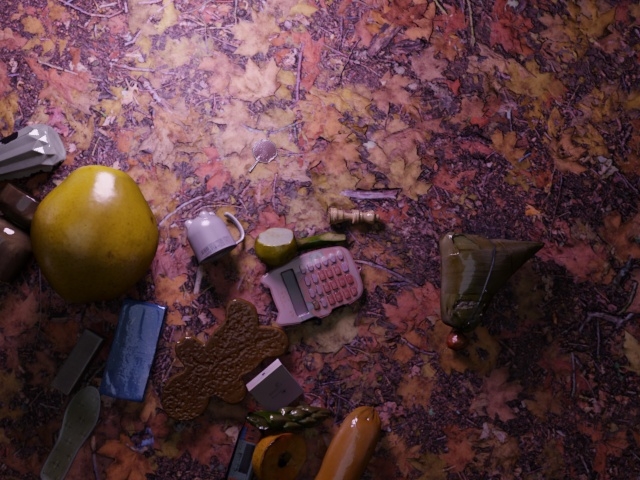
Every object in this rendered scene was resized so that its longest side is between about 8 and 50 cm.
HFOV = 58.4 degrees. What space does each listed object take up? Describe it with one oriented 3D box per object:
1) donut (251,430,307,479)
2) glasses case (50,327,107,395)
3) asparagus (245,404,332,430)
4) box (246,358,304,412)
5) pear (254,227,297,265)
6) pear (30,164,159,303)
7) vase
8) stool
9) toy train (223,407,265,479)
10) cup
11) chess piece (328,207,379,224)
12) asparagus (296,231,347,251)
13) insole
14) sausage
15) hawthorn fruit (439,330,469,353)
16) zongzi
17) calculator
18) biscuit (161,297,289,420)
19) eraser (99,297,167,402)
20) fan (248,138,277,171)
[{"bbox_3d":[-0.132,0.667,1.763,0.190,0.075,0.174,-20,107,-42],"label":"donut"},{"bbox_3d":[-0.761,0.383,1.812,0.071,0.047,0.204,29,82,5],"label":"glasses case"},{"bbox_3d":[-0.089,0.556,1.787,0.288,0.080,0.080,2,82,-30],"label":"asparagus"},{"bbox_3d":[-0.143,0.466,1.813,0.129,0.051,0.130,-39,112,-7],"label":"box"},{"bbox_3d":[-0.144,0.029,1.862,0.141,0.141,0.103,0,123,-4],"label":"pear"},{"bbox_3d":[-0.669,-0.019,1.714,0.363,0.362,0.417,10,88,-2],"label":"pear"},{"bbox_3d":[-1.012,-0.251,1.831,0.361,0.165,0.165,-20,84,-1],"label":"vase"},{"bbox_3d":[-0.965,-0.022,1.784,0.179,0.179,0.264,31,82,1],"label":"stool"},{"bbox_3d":[-0.250,0.733,1.779,0.089,0.086,0.408,18,82,-2],"label":"toy train"},{"bbox_3d":[-0.342,-0.024,1.846,0.174,0.134,0.141,-28,83,-5],"label":"cup"},{"bbox_3d":[0.113,-0.080,1.921,0.172,0.060,0.060,1,83,-6],"label":"chess piece"},{"bbox_3d":[0.000,0.000,1.910,0.179,0.041,0.045,-12,92,-6],"label":"asparagus"},{"bbox_3d":[-0.783,0.612,1.802,0.109,0.007,0.322,25,81,0],"label":"insole"},{"bbox_3d":[0.084,0.682,1.796,0.134,0.116,0.353,25,78,10],"label":"sausage"},{"bbox_3d":[0.437,0.343,1.885,0.103,0.067,0.066,-41,87,5],"label":"hawthorn fruit"},{"bbox_3d":[0.568,0.139,1.878,0.361,0.160,0.322,2,88,-10],"label":"zongzi"},{"bbox_3d":[-0.017,0.148,1.890,0.330,0.048,0.219,-20,83,-8],"label":"calculator"},{"bbox_3d":[-0.329,0.391,1.827,0.283,0.064,0.432,44,84,-7],"label":"biscuit"},{"bbox_3d":[-0.596,0.349,1.827,0.144,0.042,0.311,13,82,-2],"label":"eraser"},{"bbox_3d":[-0.203,-0.286,1.950,0.085,0.005,0.133,34,81,0],"label":"fan"}]
